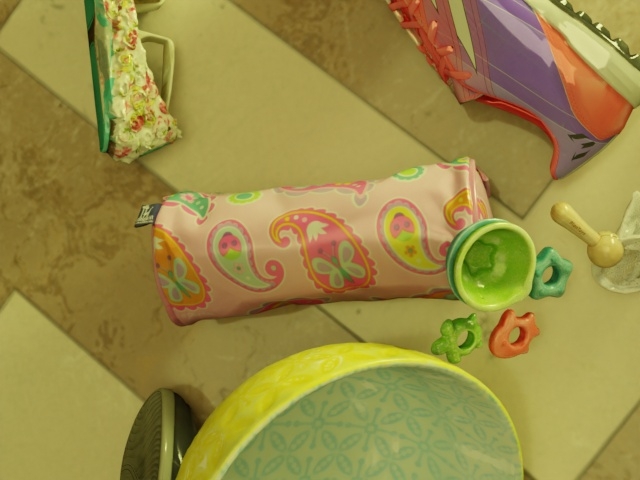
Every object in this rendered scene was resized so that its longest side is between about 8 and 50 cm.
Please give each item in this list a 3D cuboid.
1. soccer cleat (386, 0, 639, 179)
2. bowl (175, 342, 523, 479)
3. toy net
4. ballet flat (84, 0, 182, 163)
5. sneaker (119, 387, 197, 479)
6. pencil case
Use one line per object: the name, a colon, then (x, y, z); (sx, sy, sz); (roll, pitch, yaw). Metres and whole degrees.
soccer cleat: (0.114, -0.181, 0.963); (0.318, 0.108, 0.116); (39, 100, 10)
bowl: (-0.002, 0.195, 0.924); (0.289, 0.289, 0.156); (-62, 33, 3)
toy net: (0.194, 0.029, 0.902); (0.232, 0.045, 0.122); (-9, 107, -22)
ballet flat: (-0.172, -0.188, 1.053); (0.077, 0.091, 0.241); (-7, 89, -17)
sneaker: (-0.102, 0.239, 1.010); (0.083, 0.118, 0.222); (-38, 48, 44)
pencil case: (0.000, 0.000, 0.970); (0.284, 0.124, 0.124); (-5, 85, 14)
